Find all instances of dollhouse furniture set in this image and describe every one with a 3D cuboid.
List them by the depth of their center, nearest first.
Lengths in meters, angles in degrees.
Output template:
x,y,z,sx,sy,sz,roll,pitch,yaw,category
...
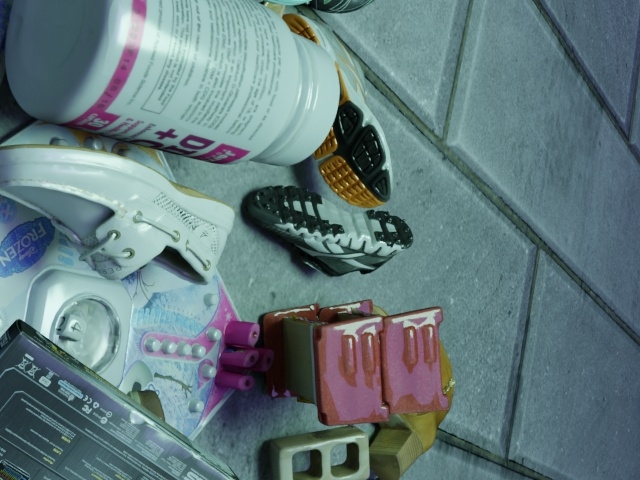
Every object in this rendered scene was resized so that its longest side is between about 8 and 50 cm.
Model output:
x,y,z,sx,sy,sz,roll,pitch,yaw,category
0.040,0.261,1.033,0.152,0.201,0.374,-4,93,-21,dollhouse furniture set

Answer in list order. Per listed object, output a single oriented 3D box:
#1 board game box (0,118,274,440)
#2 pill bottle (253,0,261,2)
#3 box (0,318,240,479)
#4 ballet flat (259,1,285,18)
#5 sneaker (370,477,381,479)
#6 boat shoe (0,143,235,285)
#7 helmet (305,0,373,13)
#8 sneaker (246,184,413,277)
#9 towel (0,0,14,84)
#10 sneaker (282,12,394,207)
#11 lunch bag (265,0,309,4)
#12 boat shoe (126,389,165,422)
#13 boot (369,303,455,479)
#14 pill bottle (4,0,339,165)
x,y,z,sx,sy,sz,roll,pitch,yaw,category
-0.222,0.092,0.843,0.390,0.050,0.390,-49,127,-42,board game box
-0.104,-0.386,0.935,0.130,0.130,0.246,8,83,-53,pill bottle
-0.204,0.203,0.700,0.231,0.056,0.183,40,82,-19,box
-0.066,-0.277,1.035,0.073,0.080,0.232,27,77,-44,ballet flat
0.065,0.401,1.231,0.152,0.053,0.061,-39,123,-47,sneaker
-0.176,-0.013,0.781,0.277,0.098,0.096,20,73,-53,boat shoe
0.026,-0.370,1.100,0.161,0.169,0.169,58,45,-13,helmet
0.000,0.000,1.118,0.234,0.106,0.078,13,43,-32,sneaker
-0.325,-0.244,0.718,0.209,0.034,0.285,32,63,-46,towel
0.034,-0.170,1.115,0.121,0.099,0.262,-33,99,-58,sneaker
-0.085,-0.346,0.803,0.279,0.108,0.224,11,83,-33,lunch bag
-0.189,0.262,0.793,0.095,0.095,0.257,-3,97,-20,boat shoe
0.117,0.179,1.276,0.211,0.104,0.295,-43,129,-51,boot
-0.121,-0.158,0.805,0.283,0.160,0.160,10,82,-48,pill bottle
